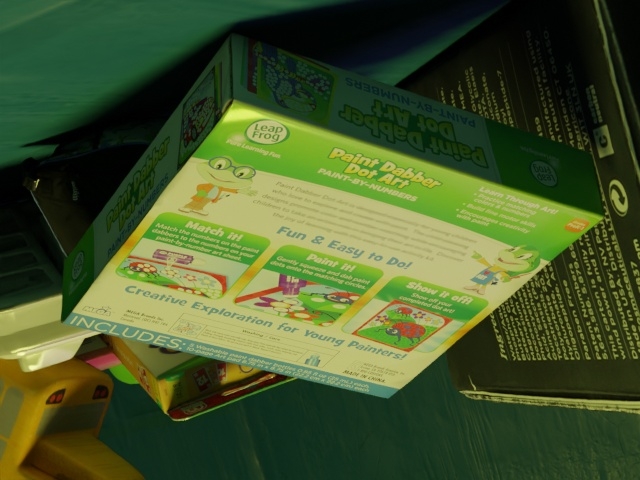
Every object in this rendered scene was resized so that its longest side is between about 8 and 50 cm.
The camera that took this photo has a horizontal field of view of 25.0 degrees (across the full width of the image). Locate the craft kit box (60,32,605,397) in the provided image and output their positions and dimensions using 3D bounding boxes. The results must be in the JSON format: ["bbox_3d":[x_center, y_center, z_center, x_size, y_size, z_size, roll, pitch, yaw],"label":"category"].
[{"bbox_3d":[0.000,0.000,0.890,0.250,0.061,0.246,16,144,-26],"label":"craft kit box"}]

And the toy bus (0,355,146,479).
[{"bbox_3d":[-0.284,0.129,1.160,0.333,0.130,0.108,24,-173,24],"label":"toy bus"}]

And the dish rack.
[{"bbox_3d":[-0.143,0.008,1.156,0.333,0.072,0.285,-17,-162,-15],"label":"dish rack"}]

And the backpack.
[{"bbox_3d":[-0.122,-0.032,0.974,0.114,0.105,0.084,-13,-158,25],"label":"backpack"}]

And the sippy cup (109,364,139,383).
[{"bbox_3d":[-0.168,0.053,1.773,0.224,0.240,0.305,-5,174,23],"label":"sippy cup"}]

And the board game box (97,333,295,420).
[{"bbox_3d":[-0.096,0.067,1.119,0.124,0.039,0.259,-19,-158,-18],"label":"board game box"}]

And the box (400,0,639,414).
[{"bbox_3d":[0.357,-0.069,1.107,0.480,0.297,0.472,-15,177,-14],"label":"box"}]

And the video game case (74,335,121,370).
[{"bbox_3d":[-0.122,0.009,1.300,0.285,0.204,0.025,-16,136,-15],"label":"video game case"}]
